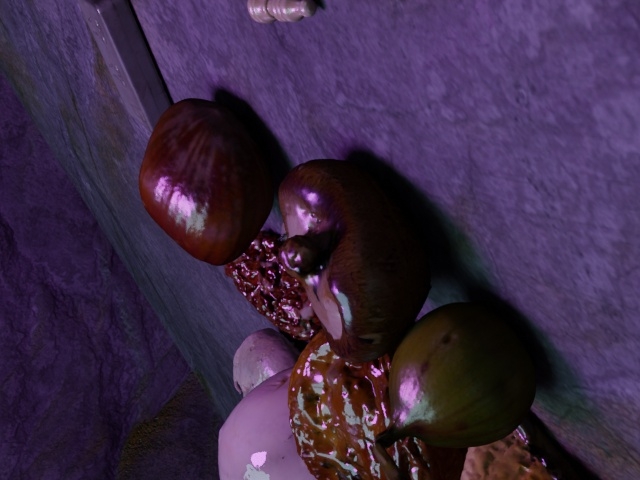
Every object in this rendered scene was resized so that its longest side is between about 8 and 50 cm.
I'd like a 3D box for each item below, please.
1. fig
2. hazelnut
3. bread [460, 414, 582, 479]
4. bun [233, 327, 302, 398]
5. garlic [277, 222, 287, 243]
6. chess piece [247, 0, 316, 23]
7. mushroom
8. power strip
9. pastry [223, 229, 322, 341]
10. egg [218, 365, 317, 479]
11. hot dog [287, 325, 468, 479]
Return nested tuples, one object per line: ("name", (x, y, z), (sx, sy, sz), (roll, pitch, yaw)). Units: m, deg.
("fig", (0.126, 0.156, 0.988), (0.148, 0.186, 0.142), (53, -179, 30))
("hazelnut", (-0.146, -0.083, 1.309), (0.212, 0.181, 0.181), (45, -171, 30))
("bread", (0.236, 0.337, 1.084), (0.262, 0.163, 0.204), (59, 180, 39))
("bun", (-0.069, 0.269, 1.767), (0.239, 0.141, 0.239), (47, 164, 18))
("garlic", (0.003, -0.007, 1.219), (0.084, 0.066, 0.152), (32, 175, -23))
("chess piece", (-0.033, -0.225, 0.948), (0.092, 0.035, 0.035), (23, 144, 53))
("mushroom", (0.038, 0.017, 1.047), (0.194, 0.138, 0.231), (60, -174, -60))
("power strip", (-0.287, -0.260, 1.507), (0.093, 0.053, 0.288), (37, 155, 43))
("pastry", (-0.058, 0.072, 1.462), (0.208, 0.097, 0.115), (41, 168, 33))
("egg", (-0.012, 0.365, 1.541), (0.283, 0.283, 0.345), (16, 123, 63))
("hot dog", (0.102, 0.278, 1.284), (0.267, 0.174, 0.387), (10, 134, 52))
